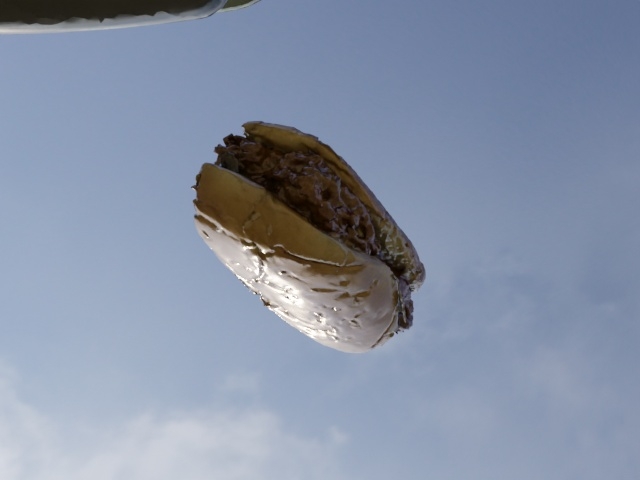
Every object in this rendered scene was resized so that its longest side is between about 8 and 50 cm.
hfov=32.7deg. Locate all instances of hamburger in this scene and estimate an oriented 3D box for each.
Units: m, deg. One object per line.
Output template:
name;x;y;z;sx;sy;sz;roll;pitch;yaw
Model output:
hamburger;0.000;0.000;1.139;0.282;0.245;0.155;32;-107;-1

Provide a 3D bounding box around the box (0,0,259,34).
box;-0.135;-0.246;0.550;0.221;0.166;0.290;-3;-54;2
